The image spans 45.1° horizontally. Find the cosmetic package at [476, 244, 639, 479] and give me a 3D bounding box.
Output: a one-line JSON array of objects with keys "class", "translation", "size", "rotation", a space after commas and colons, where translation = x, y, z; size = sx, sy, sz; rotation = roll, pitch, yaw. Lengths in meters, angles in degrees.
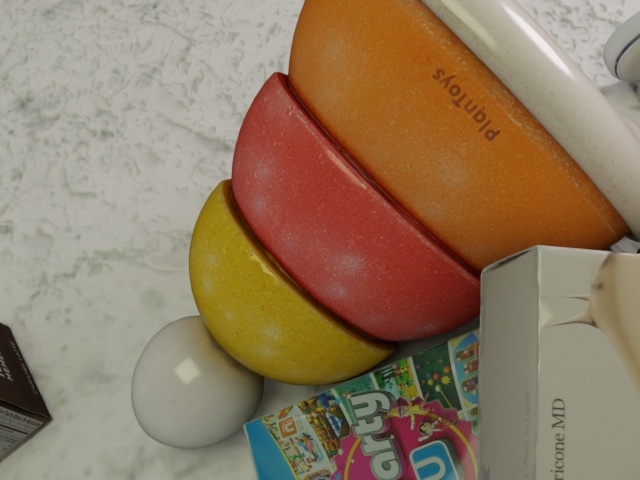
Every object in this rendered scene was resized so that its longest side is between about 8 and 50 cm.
[{"class": "cosmetic package", "translation": [0.262, 0.098, 0.476], "size": [0.309, 0.113, 0.160], "rotation": [4, 79, -5]}]

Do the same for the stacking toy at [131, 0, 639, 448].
[{"class": "stacking toy", "translation": [0.000, 0.000, 0.664], "size": [0.480, 0.350, 0.350], "rotation": [-43, 58, 13]}]

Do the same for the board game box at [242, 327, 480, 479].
[{"class": "board game box", "translation": [0.116, 0.202, 0.604], "size": [0.303, 0.097, 0.224], "rotation": [-24, 58, 6]}]

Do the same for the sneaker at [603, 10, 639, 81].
[{"class": "sneaker", "translation": [0.400, -0.189, 0.707], "size": [0.258, 0.094, 0.091], "rotation": [-14, 55, 10]}]

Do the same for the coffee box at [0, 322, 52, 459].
[{"class": "coffee box", "translation": [-0.420, 0.195, 0.780], "size": [0.246, 0.098, 0.141], "rotation": [-39, 59, -4]}]

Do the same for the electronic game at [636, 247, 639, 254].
[{"class": "electronic game", "translation": [0.360, 0.062, 0.620], "size": [0.229, 0.048, 0.229], "rotation": [-12, 54, 16]}]
